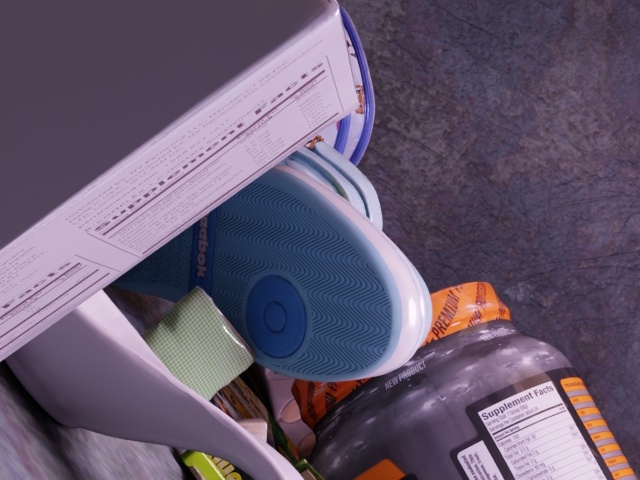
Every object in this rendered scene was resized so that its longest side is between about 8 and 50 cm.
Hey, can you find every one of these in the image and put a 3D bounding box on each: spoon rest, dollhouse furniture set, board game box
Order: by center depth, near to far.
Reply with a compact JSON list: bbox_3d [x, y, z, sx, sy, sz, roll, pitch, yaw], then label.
[{"bbox_3d":[-0.076,0.087,0.798,0.276,0.084,0.137,55,2,24],"label":"spoon rest"},{"bbox_3d":[-0.053,0.109,1.006,0.152,0.076,0.058,53,-6,-18],"label":"dollhouse furniture set"},{"bbox_3d":[-0.051,0.148,1.206,0.136,0.030,0.260,56,1,-12],"label":"board game box"}]

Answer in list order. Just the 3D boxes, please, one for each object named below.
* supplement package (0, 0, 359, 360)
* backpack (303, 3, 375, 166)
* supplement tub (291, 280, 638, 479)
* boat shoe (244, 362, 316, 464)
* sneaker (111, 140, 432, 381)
[{"bbox_3d":[-0.146,-0.100,0.536,0.262,0.204,0.145,54,0,7],"label":"supplement package"},{"bbox_3d":[-0.066,-0.141,1.663,0.276,0.213,0.263,69,-26,14],"label":"backpack"},{"bbox_3d":[0.126,0.212,1.152,0.338,0.207,0.207,62,4,16],"label":"supplement tub"},{"bbox_3d":[-0.011,0.110,1.562,0.324,0.123,0.116,62,-8,11],"label":"boat shoe"},{"bbox_3d":[0.000,0.000,1.134,0.208,0.127,0.319,-2,19,-44],"label":"sneaker"}]
